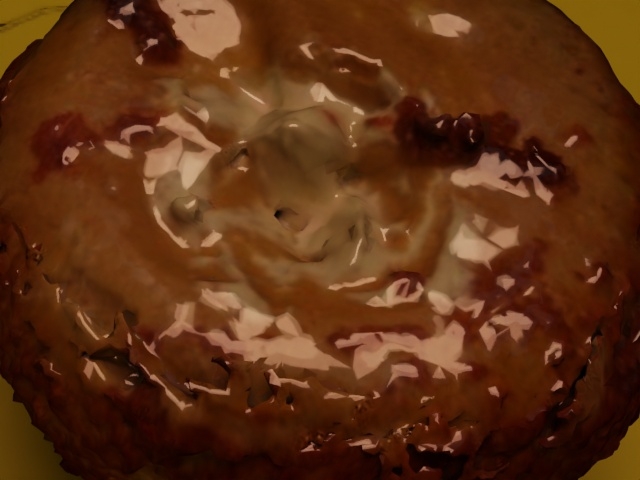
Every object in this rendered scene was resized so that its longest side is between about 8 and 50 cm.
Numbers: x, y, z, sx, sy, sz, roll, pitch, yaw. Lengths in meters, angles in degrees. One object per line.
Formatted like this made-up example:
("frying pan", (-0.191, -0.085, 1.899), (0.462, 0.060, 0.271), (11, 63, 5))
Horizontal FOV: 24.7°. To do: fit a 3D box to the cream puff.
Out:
("cream puff", (-0.001, 0.000, 0.503), (0.240, 0.164, 0.240), (-1, 62, 3))
